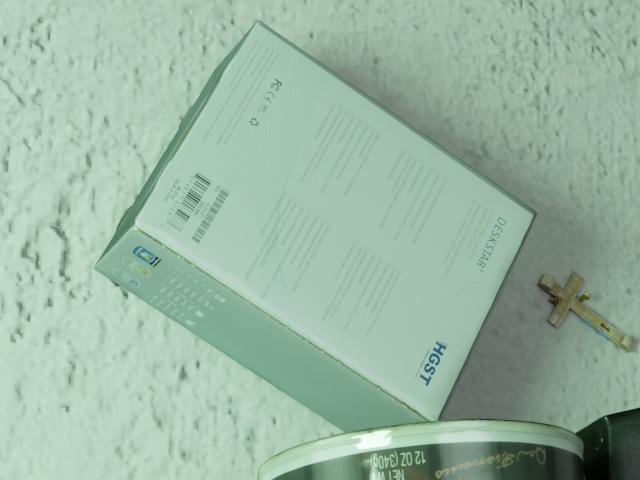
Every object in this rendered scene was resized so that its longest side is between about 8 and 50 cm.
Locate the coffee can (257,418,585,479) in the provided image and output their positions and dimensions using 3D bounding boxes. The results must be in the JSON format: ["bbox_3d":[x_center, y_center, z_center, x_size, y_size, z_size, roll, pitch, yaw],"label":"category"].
[{"bbox_3d":[0.071,0.262,1.066,0.201,0.201,0.275,4,68,-24],"label":"coffee can"}]

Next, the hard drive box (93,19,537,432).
[{"bbox_3d":[0.000,0.000,1.200,0.232,0.089,0.181,34,60,-9],"label":"hard drive box"}]

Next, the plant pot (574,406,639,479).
[{"bbox_3d":[0.233,0.197,1.186,0.167,0.188,0.187,8,67,-15],"label":"plant pot"}]

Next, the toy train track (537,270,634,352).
[{"bbox_3d":[0.193,0.051,1.315,0.083,0.014,0.048,37,60,-9],"label":"toy train track"}]
